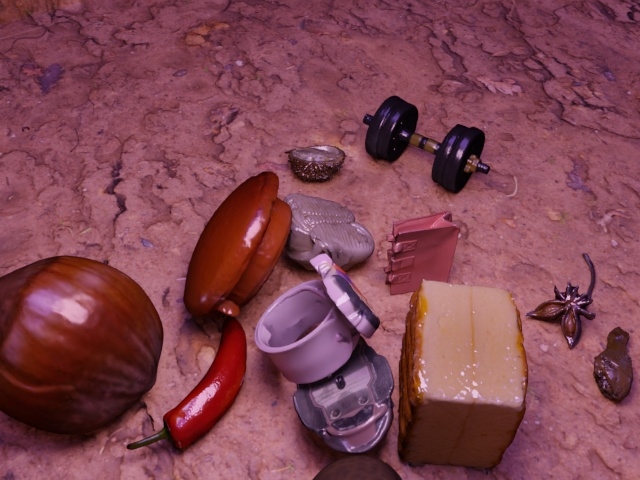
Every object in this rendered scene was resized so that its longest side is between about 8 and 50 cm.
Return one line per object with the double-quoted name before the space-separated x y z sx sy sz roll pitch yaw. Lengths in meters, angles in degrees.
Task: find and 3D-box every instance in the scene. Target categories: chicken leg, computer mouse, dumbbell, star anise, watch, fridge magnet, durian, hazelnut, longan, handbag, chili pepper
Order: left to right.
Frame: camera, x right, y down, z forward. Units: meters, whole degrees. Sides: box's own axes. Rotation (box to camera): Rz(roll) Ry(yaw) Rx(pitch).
"hazelnut" -0.495 0.198 1.306 0.373 0.315 0.372 6 70 -17
"chili pepper" -0.230 0.301 1.358 0.137 0.091 0.368 4 36 29
"fridge magnet" -0.187 0.010 1.474 0.155 0.363 0.363 30 44 -18
"watch" -0.016 0.162 1.301 0.231 0.196 0.244 -34 25 -1
"durian" -0.022 -0.210 1.830 0.189 0.091 0.148 22 38 23
"computer mouse" 0.047 0.296 1.336 0.200 0.114 0.389 -21 29 -1
"longan" 0.066 0.464 1.123 0.198 0.198 0.212 -13 18 -13
"handbag" 0.226 0.031 1.516 0.158 0.212 0.059 -10 48 -10
"dumbbell" 0.286 -0.268 1.824 0.388 0.185 0.185 28 52 22
"star anise" 0.590 0.135 1.559 0.148 0.218 0.227 -5 -6 35
"chicken leg" 0.630 0.252 1.415 0.085 0.069 0.198 21 43 16

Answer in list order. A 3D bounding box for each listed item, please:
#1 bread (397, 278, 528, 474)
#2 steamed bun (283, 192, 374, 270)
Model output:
"bread" 0.259 0.255 1.260 0.207 0.279 0.279 6 46 4
"steamed bun" 0.001 0.002 1.596 0.218 0.144 0.211 2 43 -37
